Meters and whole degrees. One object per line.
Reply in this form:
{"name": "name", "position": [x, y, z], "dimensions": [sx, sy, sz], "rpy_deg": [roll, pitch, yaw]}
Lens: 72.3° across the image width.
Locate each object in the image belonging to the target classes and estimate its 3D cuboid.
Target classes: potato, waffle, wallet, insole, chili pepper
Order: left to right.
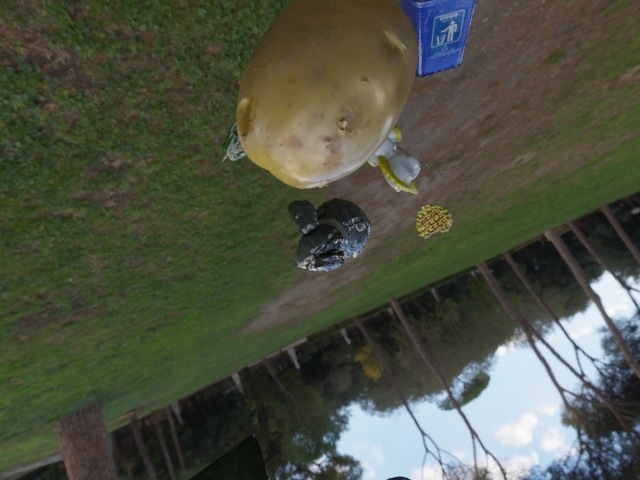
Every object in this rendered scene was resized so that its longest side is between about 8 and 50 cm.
{"name": "wallet", "position": [-0.267, 0.662, 1.134], "dimensions": [0.318, 0.172, 0.045], "rpy_deg": [-39, 138, 5]}
{"name": "chili pepper", "position": [-0.190, -0.242, 1.054], "dimensions": [0.204, 0.072, 0.073], "rpy_deg": [-47, 158, 27]}
{"name": "potato", "position": [0.012, -0.159, 0.429], "dimensions": [0.150, 0.234, 0.146], "rpy_deg": [29, 163, -23]}
{"name": "insole", "position": [0.262, -0.236, 1.240], "dimensions": [0.322, 0.109, 0.007], "rpy_deg": [17, 110, -42]}
{"name": "waffle", "position": [0.259, -0.045, 1.002], "dimensions": [0.085, 0.078, 0.016], "rpy_deg": [-5, -169, 21]}

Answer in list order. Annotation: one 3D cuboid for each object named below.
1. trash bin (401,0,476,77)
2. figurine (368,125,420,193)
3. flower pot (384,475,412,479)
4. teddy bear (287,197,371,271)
{"name": "trash bin", "position": [0.247, -0.503, 0.956], "dimensions": [0.162, 0.184, 0.234], "rpy_deg": [-15, 149, 2]}
{"name": "figurine", "position": [0.160, -0.170, 0.977], "dimensions": [0.109, 0.178, 0.129], "rpy_deg": [-40, 168, 29]}
{"name": "flower pot", "position": [0.185, 0.687, 1.100], "dimensions": [0.157, 0.157, 0.107], "rpy_deg": [-20, 154, -29]}
{"name": "teddy bear", "position": [-0.001, -0.014, 0.968], "dimensions": [0.144, 0.171, 0.251], "rpy_deg": [-37, 174, 33]}
